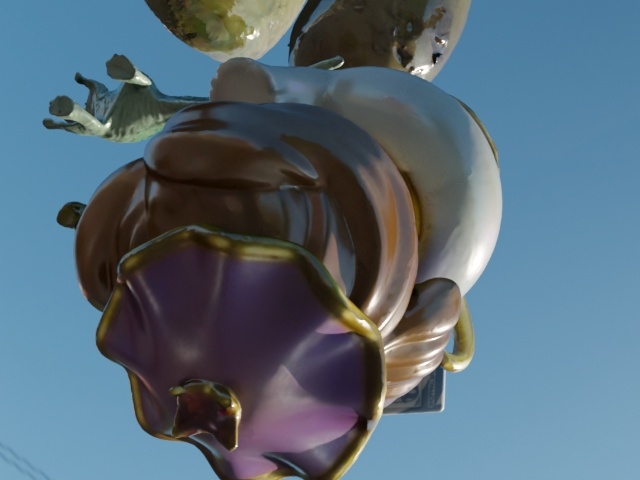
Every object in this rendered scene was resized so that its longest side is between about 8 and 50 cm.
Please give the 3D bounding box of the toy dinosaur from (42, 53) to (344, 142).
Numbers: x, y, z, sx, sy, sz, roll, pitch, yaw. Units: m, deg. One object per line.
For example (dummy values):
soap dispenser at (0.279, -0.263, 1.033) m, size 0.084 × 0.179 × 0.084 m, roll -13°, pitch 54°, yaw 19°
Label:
toy dinosaur at (-0.166, -0.130, 0.838) m, size 0.382 × 0.129 × 0.076 m, roll 5°, pitch -88°, yaw 42°

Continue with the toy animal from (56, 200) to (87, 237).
toy animal at (-0.124, 0.036, 0.990) m, size 0.363 × 0.181 × 0.180 m, roll 31°, pitch -37°, yaw 41°

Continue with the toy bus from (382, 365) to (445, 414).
toy bus at (0.026, 0.179, 1.258) m, size 0.297 × 0.131 × 0.106 m, roll -2°, pitch -73°, yaw -5°

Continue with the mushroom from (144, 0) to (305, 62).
mushroom at (-0.107, -0.360, 1.112) m, size 0.217 × 0.212 × 0.292 m, roll -32°, pitch -50°, yaw 25°

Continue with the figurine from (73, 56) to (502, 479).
figurine at (0.000, 0.000, 0.413) m, size 0.142 × 0.263 × 0.189 m, roll -40°, pitch -93°, yaw 31°

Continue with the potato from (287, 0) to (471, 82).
potato at (0.067, -0.236, 0.941) m, size 0.164 × 0.263 × 0.165 m, roll 22°, pitch -5°, yaw 2°
